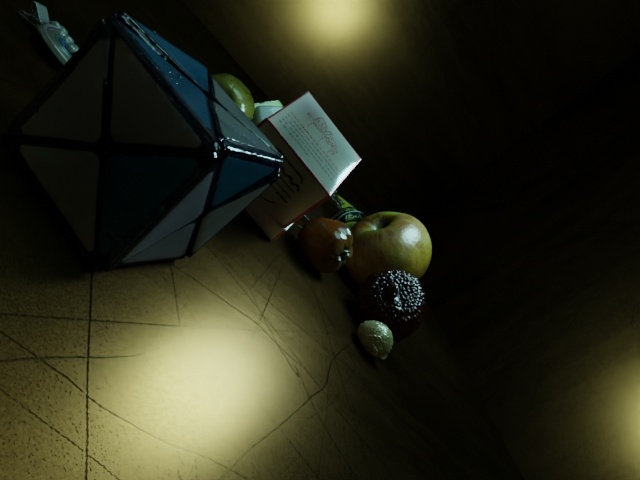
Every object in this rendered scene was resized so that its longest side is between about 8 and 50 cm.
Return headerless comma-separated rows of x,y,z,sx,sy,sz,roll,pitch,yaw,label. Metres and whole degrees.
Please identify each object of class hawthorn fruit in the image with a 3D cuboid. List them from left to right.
0.000,0.000,1.808,0.251,0.200,0.199,31,1,29,hawthorn fruit

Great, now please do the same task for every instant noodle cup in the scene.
0.096,-0.104,2.383,0.215,0.215,0.236,41,9,-41,instant noodle cup

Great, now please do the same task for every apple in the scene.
0.299,0.060,2.192,0.400,0.399,0.334,-101,173,-63,apple

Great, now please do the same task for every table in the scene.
-0.014,-0.190,2.242,0.169,0.172,0.193,46,14,-28,table

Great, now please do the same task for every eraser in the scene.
-0.178,-0.406,2.048,0.189,0.104,0.291,-4,82,-31,eraser

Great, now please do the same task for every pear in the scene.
-0.369,-0.546,1.920,0.228,0.188,0.211,48,16,-11,pear

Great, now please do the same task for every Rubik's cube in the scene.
-0.292,-0.156,0.880,0.307,0.310,0.305,52,12,10,Rubik's cube

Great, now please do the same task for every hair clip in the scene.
-0.616,-0.455,1.156,0.220,0.054,0.140,55,6,-4,hair clip

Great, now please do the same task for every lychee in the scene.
0.272,0.247,1.894,0.304,0.275,0.276,78,-14,-55,lychee

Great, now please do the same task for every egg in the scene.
0.190,0.339,1.697,0.140,0.118,0.116,43,-30,-1,egg

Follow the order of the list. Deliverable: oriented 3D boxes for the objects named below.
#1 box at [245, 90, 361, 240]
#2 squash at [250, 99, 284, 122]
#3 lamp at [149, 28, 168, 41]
-0.103,-0.249,1.606,0.314,0.300,0.312,50,39,-10,box
-0.202,-0.421,2.135,0.233,0.210,0.309,-20,64,-40,squash
-0.487,-0.512,1.483,0.177,0.177,0.274,59,15,28,lamp
